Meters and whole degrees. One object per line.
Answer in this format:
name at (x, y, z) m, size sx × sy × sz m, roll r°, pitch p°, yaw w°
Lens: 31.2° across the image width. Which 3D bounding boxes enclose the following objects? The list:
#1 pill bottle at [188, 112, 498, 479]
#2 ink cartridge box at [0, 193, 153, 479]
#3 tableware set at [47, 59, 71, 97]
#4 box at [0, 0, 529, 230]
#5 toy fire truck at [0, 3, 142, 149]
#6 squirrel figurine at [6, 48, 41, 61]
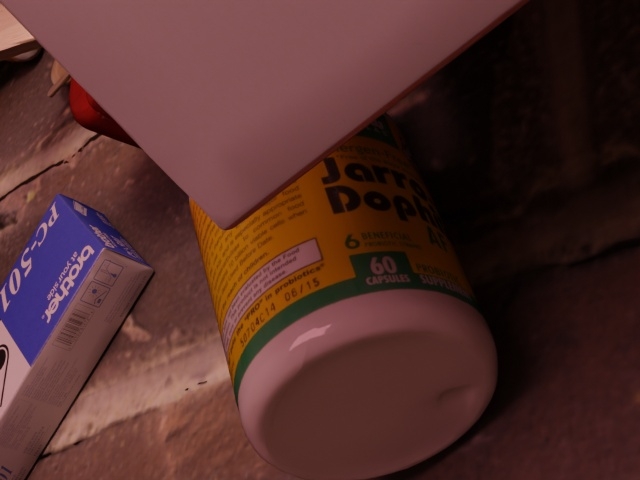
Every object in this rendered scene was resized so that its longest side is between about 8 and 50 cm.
pill bottle at (0.000, 0.000, 0.556) m, size 0.117 × 0.118 × 0.208 m, roll -42°, pitch 42°, yaw 23°
ink cartridge box at (-0.202, 0.079, 0.793) m, size 0.207 × 0.046 × 0.097 m, roll -58°, pitch 39°, yaw 5°
tableware set at (-0.181, -0.202, 0.957) m, size 0.141 × 0.020 × 0.168 m, roll -39°, pitch 44°, yaw 26°
box at (0.023, -0.194, 0.489) m, size 0.215 × 0.168 × 0.345 m, roll -36°, pitch 14°, yaw 29°
toy fire truck at (-0.143, -0.151, 0.798) m, size 0.246 × 0.159 × 0.217 m, roll -36°, pitch 44°, yaw 45°
squirrel figurine at (-0.332, -0.336, 0.989) m, size 0.397 × 0.370 × 0.281 m, roll -39°, pitch 38°, yaw -23°
